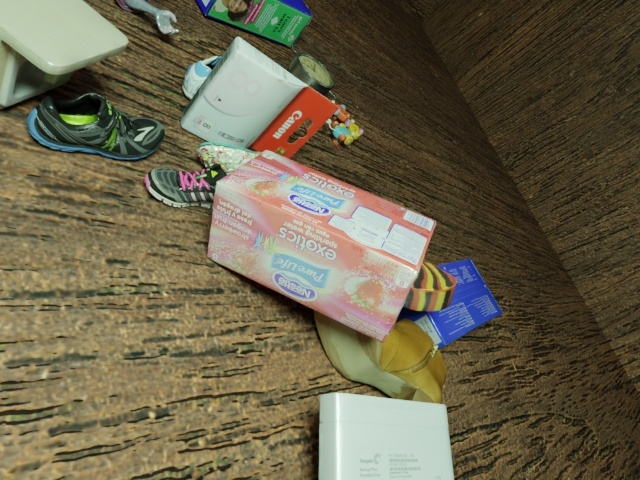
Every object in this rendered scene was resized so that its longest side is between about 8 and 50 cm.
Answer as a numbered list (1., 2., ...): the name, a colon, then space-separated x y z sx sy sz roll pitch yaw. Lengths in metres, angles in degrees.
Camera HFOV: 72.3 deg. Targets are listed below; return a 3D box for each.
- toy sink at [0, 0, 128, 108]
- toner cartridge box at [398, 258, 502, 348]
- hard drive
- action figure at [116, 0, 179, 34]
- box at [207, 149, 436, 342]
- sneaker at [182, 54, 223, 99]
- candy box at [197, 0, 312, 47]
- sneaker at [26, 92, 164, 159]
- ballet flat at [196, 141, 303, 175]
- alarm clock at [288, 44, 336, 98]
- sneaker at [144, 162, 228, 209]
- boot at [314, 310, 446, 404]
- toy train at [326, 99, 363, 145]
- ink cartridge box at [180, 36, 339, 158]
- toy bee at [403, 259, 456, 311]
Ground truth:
1. toy sink: -0.401 -0.266 0.558 0.234 0.131 0.153 37 37 -11
2. toner cartridge box: 0.300 0.144 1.030 0.347 0.075 0.165 -4 63 -50
3. hard drive: 0.095 0.385 0.542 0.232 0.047 0.354 21 57 -36
4. action figure: -0.413 -0.528 0.793 0.275 0.248 0.370 12 16 16
5. box: 0.000 0.000 0.660 0.299 0.142 0.154 24 34 10
6. sneaker: -0.190 -0.341 0.902 0.085 0.086 0.237 45 34 -6
7. candy box: -0.208 -0.687 1.160 0.317 0.122 0.268 -10 66 -51
8. sneaker: -0.302 -0.162 0.621 0.188 0.078 0.067 -6 64 -51
9. ballet flat: -0.110 -0.118 0.801 0.240 0.091 0.077 6 77 -42
10. alarm clock: -0.035 -0.466 1.206 0.129 0.064 0.192 -2 62 -48
11. sneaker: -0.186 -0.090 0.690 0.170 0.074 0.063 10 52 -43
12. boot: 0.117 0.181 0.786 0.295 0.104 0.211 56 29 0
13. toy train: 0.049 -0.310 1.184 0.125 0.046 0.166 41 36 -4
14. ink cartridge box: -0.106 -0.228 0.804 0.232 0.189 0.066 27 42 -32
15. toy bee: 0.103 0.050 0.850 0.162 0.298 0.196 -19 109 -26
